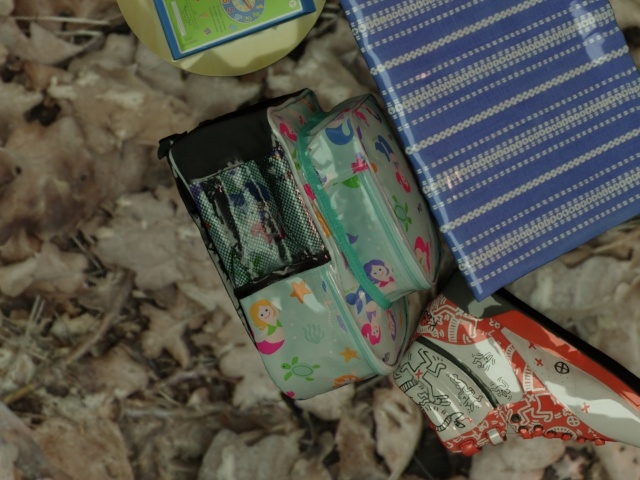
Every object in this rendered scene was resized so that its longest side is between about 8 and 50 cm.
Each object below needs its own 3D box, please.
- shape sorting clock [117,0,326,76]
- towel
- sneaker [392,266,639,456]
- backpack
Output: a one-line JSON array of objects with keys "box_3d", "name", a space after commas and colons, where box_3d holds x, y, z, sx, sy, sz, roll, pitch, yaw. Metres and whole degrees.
[{"box_3d": [-0.091, -0.255, 0.976, 0.206, 0.040, 0.206, 1, 94, 8], "name": "shape sorting clock"}, {"box_3d": [0.167, -0.149, 0.912, 0.243, 0.040, 0.336, -26, 95, -18], "name": "towel"}, {"box_3d": [0.199, 0.154, 0.976, 0.270, 0.090, 0.145, 34, 101, 5], "name": "sneaker"}, {"box_3d": [0.000, 0.000, 0.911, 0.191, 0.225, 0.253, -15, 100, 14], "name": "backpack"}]
